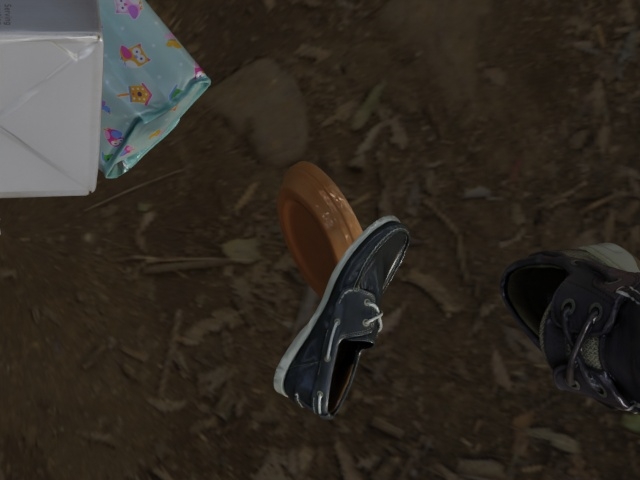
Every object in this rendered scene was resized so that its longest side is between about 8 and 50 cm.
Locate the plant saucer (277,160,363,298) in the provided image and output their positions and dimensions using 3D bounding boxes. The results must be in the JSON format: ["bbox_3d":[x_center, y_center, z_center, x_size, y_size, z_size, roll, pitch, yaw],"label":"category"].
[{"bbox_3d":[0.000,0.000,1.658,0.037,0.200,0.200,-25,96,-21],"label":"plant saucer"}]

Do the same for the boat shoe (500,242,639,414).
[{"bbox_3d":[0.187,0.063,0.869,0.092,0.285,0.103,-4,104,-6],"label":"boat shoe"}]

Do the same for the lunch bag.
[{"bbox_3d":[-0.299,-0.222,1.849,0.160,0.262,0.223,-40,90,-30],"label":"lunch bag"}]

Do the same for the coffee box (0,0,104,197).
[{"bbox_3d":[-0.183,-0.138,0.643,0.141,0.098,0.247,-1,47,-13],"label":"coffee box"}]

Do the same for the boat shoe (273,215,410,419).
[{"bbox_3d":[0.040,0.084,1.463,0.084,0.079,0.233,28,92,-55],"label":"boat shoe"}]
